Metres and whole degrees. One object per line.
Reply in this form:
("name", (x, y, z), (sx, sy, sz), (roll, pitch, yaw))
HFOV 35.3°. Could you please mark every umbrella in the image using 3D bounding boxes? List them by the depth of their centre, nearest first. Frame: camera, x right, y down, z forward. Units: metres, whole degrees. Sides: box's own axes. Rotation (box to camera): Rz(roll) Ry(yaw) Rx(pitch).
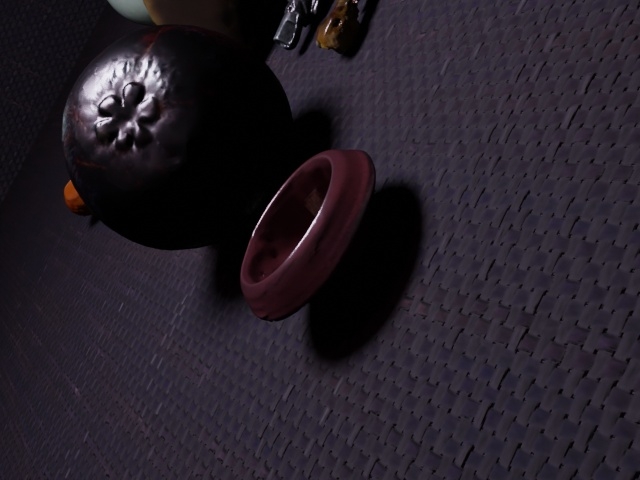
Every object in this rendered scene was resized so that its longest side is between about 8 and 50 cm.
("umbrella", (-0.005, -0.387, 1.491), (0.066, 0.059, 0.236), (106, -172, -84))

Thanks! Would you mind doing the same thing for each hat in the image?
("hat", (0.000, 0.000, 1.015), (0.205, 0.089, 0.205), (-46, 23, 27))

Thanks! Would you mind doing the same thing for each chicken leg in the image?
("chicken leg", (0.049, -0.360, 1.333), (0.107, 0.087, 0.252), (127, 159, -76))

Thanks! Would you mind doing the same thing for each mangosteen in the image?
("mangosteen", (-0.169, -0.127, 1.298), (0.300, 0.300, 0.300), (-45, 28, 33))

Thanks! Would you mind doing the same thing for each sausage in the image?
("sausage", (-0.464, -0.105, 2.075), (0.179, 0.089, 0.089), (-27, 40, 38))

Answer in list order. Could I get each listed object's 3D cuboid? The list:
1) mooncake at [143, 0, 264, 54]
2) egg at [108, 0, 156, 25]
("mooncake", (-0.112, -0.498, 1.619), (0.394, 0.393, 0.246), (-18, 31, -1))
("egg", (-0.337, -0.628, 2.147), (0.276, 0.276, 0.389), (-35, 34, 45))
